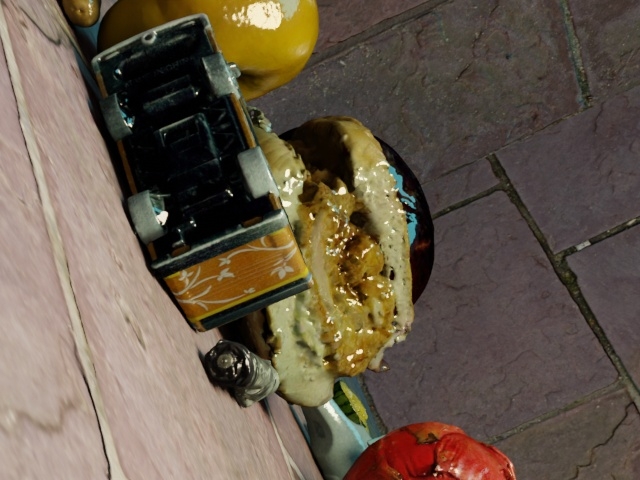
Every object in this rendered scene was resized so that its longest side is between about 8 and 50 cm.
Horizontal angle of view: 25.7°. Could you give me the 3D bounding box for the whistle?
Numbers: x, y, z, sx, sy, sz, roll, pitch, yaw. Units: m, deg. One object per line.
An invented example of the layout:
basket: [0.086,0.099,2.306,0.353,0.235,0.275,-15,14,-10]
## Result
whistle: [0.051,0.313,1.859,0.186,0.093,0.274,5,-53,61]

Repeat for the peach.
peach: [-0.123,-0.222,1.513,0.251,0.251,0.153,61,7,-72]

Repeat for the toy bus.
toy bus: [-0.113,-0.066,1.335,0.167,0.139,0.275,66,2,-55]

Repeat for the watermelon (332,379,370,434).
watermelon: [0.040,0.287,2.328,0.105,0.062,0.105,58,7,-11]

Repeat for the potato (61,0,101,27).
potato: [-0.248,-0.249,1.456,0.051,0.040,0.083,58,4,-32]

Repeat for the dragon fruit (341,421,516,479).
dragon fruit: [0.118,0.319,1.537,0.241,0.241,0.252,65,16,11]

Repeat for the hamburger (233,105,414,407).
hamburger: [-0.023,0.006,1.584,0.277,0.195,0.318,-137,-147,-60]

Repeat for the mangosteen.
mangosteen: [0.008,-0.006,2.023,0.330,0.330,0.330,-25,90,-89]

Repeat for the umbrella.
umbrella: [-0.075,0.128,1.344,0.046,0.050,0.188,44,-2,13]
